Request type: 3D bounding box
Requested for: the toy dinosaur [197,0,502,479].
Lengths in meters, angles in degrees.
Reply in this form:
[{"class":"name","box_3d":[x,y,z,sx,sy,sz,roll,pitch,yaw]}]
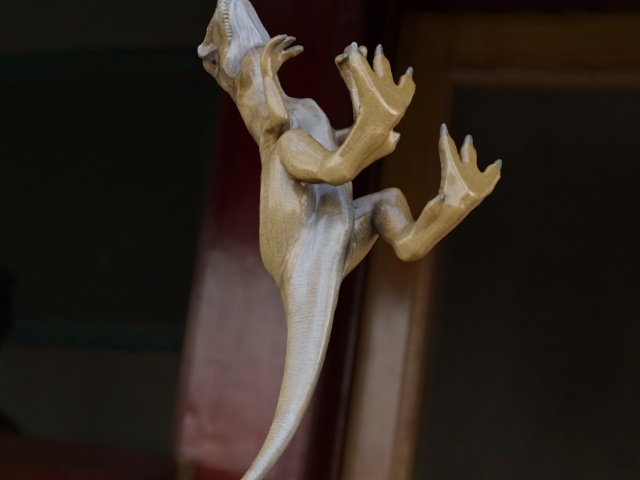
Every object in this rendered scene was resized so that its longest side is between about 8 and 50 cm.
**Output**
[{"class":"toy dinosaur","box_3d":[0.000,0.000,0.608,0.064,0.212,0.112,25,-46,-33]}]
